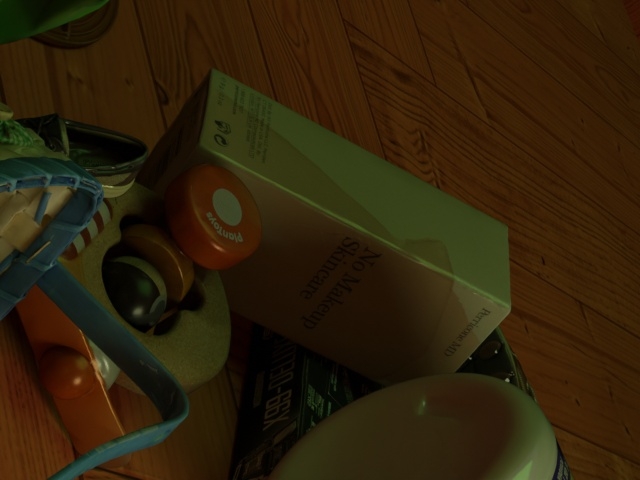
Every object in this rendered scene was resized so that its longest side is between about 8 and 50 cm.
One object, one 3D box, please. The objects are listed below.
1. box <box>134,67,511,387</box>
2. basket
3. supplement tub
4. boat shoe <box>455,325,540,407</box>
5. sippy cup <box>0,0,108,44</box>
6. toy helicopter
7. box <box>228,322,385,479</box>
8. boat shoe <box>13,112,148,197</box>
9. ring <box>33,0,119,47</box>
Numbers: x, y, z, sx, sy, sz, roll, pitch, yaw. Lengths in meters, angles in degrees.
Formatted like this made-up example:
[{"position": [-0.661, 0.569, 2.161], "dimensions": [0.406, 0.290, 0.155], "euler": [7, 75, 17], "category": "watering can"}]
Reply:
[{"position": [0.000, 0.000, 1.610], "dimensions": [0.311, 0.148, 0.121], "euler": [26, 35, -16], "category": "box"}, {"position": [-0.228, 0.034, 1.122], "dimensions": [0.289, 0.201, 0.255], "euler": [49, 20, 7], "category": "basket"}, {"position": [0.117, 0.296, 1.455], "dimensions": [0.241, 0.241, 0.331], "euler": [-75, 143, -59], "category": "supplement tub"}, {"position": [0.177, 0.190, 1.974], "dimensions": [0.120, 0.122, 0.324], "euler": [-31, 101, -73], "category": "boat shoe"}, {"position": [-0.278, -0.248, 1.285], "dimensions": [0.240, 0.224, 0.305], "euler": [60, 32, 1], "category": "sippy cup"}, {"position": [-0.207, 0.014, 1.362], "dimensions": [0.355, 0.140, 0.235], "euler": [31, 45, -34], "category": "toy helicopter"}, {"position": [0.030, 0.191, 1.686], "dimensions": [0.242, 0.076, 0.307], "euler": [50, 25, -28], "category": "box"}, {"position": [-0.192, -0.067, 1.311], "dimensions": [0.152, 0.049, 0.056], "euler": [5, 53, -38], "category": "boat shoe"}, {"position": [-0.281, -0.325, 1.663], "dimensions": [0.336, 0.032, 0.336], "euler": [48, 26, -32], "category": "ring"}]
